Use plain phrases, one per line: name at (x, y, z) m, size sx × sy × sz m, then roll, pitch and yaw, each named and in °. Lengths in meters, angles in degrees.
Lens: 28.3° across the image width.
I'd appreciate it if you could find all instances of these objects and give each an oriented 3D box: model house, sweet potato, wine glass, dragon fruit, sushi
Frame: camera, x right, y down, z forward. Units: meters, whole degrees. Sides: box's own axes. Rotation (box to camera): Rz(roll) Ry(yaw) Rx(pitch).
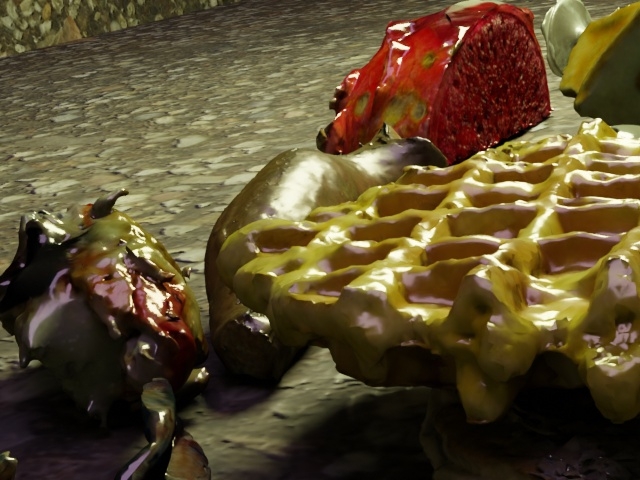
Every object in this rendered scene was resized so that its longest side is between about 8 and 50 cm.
model house at (0.320, -0.175, 1.009) m, size 0.267 × 0.174 × 0.239 m, roll -5°, pitch 16°, yaw 4°
sweet potato at (-0.001, -0.007, 0.742) m, size 0.112 × 0.085 × 0.286 m, roll 2°, pitch 18°, yaw 20°
wine glass at (0.323, -0.213, 1.270) m, size 0.182 × 0.122 × 0.122 m, roll 3°, pitch 19°, yaw 43°
dragon fruit at (0.083, -0.140, 1.109) m, size 0.161 × 0.126 × 0.274 m, roll 2°, pitch 18°, yaw 34°
sushi at (-0.117, 0.030, 0.648) m, size 0.103 × 0.097 × 0.226 m, roll -18°, pitch 15°, yaw -19°

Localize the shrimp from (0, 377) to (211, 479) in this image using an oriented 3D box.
shrimp at (-0.130, 0.092, 0.521) m, size 0.152 × 0.046 × 0.219 m, roll -19°, pitch 22°, yaw -30°

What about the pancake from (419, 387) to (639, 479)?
pancake at (0.166, 0.052, 0.491) m, size 0.282 × 0.049 × 0.282 m, roll -8°, pitch 11°, yaw 2°

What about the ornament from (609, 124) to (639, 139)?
ornament at (0.211, -0.036, 0.765) m, size 0.156 × 0.081 × 0.075 m, roll -14°, pitch 53°, yaw -23°

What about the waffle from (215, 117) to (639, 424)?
waffle at (0.120, -0.004, 0.535) m, size 0.311 × 0.060 × 0.307 m, roll -20°, pitch 17°, yaw -32°
